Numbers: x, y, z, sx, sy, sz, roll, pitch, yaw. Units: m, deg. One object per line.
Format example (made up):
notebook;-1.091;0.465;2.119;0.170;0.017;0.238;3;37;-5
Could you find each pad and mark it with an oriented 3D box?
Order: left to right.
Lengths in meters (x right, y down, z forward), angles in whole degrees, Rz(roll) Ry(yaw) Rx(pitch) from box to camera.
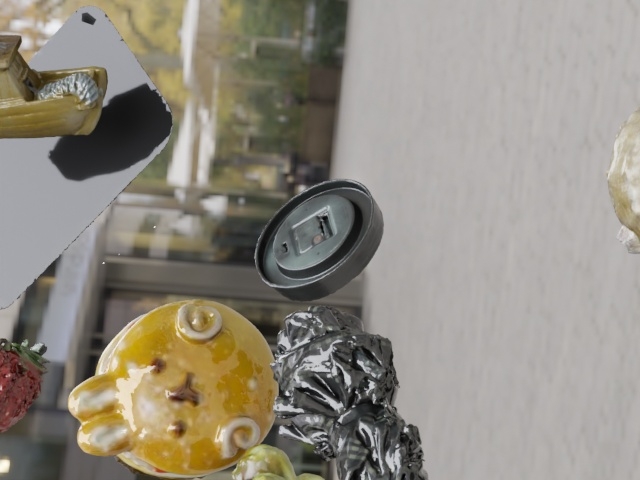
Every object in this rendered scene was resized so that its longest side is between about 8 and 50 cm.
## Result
pad;-0.327;-0.076;1.783;0.063;0.375;0.315;15;-143;-58

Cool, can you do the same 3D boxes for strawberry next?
strawberry;-0.379;0.181;1.550;0.140;0.085;0.192;-39;1;22

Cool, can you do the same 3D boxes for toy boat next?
toy boat;-0.415;-0.186;1.655;0.089;0.321;0.121;-84;-5;-52

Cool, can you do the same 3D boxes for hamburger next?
hamburger;-0.212;0.217;1.984;0.186;0.302;0.261;141;123;-74

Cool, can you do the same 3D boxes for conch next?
conch;0.463;-0.041;1.630;0.324;0.263;0.186;-65;-2;-61

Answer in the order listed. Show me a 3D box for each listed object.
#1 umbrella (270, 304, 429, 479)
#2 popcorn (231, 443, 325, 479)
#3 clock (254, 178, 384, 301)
umbrella;0.035;0.219;1.432;0.154;0.128;0.336;-37;52;28
popcorn;-0.054;0.423;1.872;0.225;0.276;0.276;160;115;-74
clock;0.000;0.000;1.825;0.040;0.184;0.184;50;-152;-37
